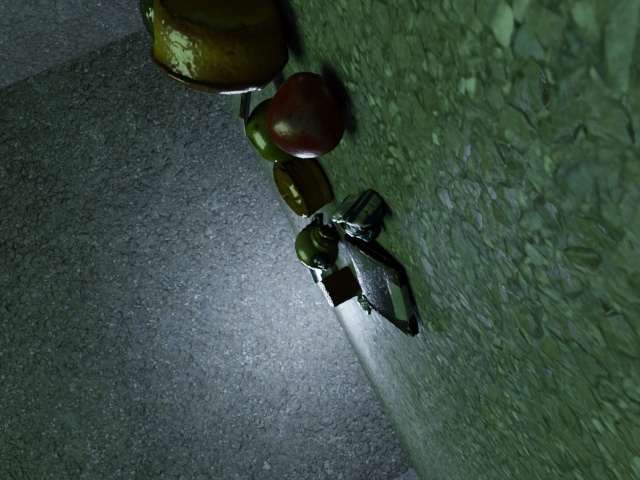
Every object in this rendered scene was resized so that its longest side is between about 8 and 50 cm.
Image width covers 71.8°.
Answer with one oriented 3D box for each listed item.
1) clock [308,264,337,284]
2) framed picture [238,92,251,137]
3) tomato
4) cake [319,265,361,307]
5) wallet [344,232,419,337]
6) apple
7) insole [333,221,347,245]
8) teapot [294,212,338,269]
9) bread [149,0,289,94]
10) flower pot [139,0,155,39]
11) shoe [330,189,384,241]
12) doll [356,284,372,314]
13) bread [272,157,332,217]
[{"bbox_3d":[0.026,0.165,2.192,0.231,0.116,0.263,49,166,46],"label":"clock"},{"bbox_3d":[-0.216,-0.475,1.321,0.213,0.016,0.290,171,106,-82],"label":"framed picture"},{"bbox_3d":[-0.029,-0.243,0.876,0.168,0.167,0.167,61,173,14],"label":"tomato"},{"bbox_3d":[0.076,0.193,1.772,0.135,0.135,0.147,62,168,16],"label":"cake"},{"bbox_3d":[0.163,0.107,1.168,0.262,0.071,0.221,45,156,59],"label":"wallet"},{"bbox_3d":[-0.136,-0.330,1.338,0.197,0.156,0.196,55,177,4],"label":"apple"},{"bbox_3d":[0.090,0.006,1.517,0.194,0.006,0.065,58,171,35],"label":"insole"},{"bbox_3d":[0.000,0.000,1.652,0.183,0.172,0.270,-50,33,45],"label":"teapot"},{"bbox_3d":[-0.216,-0.449,0.969,0.312,0.311,0.173,59,154,28],"label":"bread"},{"bbox_3d":[-0.375,-0.700,1.320,0.213,0.301,0.302,38,157,43],"label":"flower pot"},{"bbox_3d":[0.099,-0.049,1.002,0.106,0.092,0.207,42,172,-11],"label":"shoe"},{"bbox_3d":[0.157,0.204,1.542,0.195,0.062,0.105,62,-142,-80],"label":"doll"},{"bbox_3d":[-0.067,-0.183,1.437,0.270,0.142,0.196,49,164,57],"label":"bread"}]
